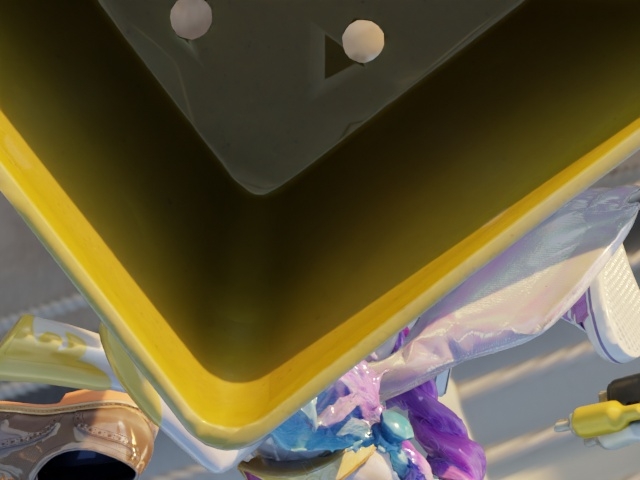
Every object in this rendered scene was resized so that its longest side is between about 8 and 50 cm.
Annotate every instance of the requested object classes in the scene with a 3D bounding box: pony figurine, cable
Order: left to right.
[{"bbox_3d":[0.014,0.067,1.136,0.363,0.351,0.303,37,145,-9],"label":"pony figurine"},{"bbox_3d":[0.360,0.159,1.679,0.139,0.287,0.072,4,76,-26],"label":"cable"}]

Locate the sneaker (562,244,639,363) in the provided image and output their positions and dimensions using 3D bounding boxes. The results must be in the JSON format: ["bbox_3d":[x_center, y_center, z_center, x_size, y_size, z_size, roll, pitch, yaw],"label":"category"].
[{"bbox_3d":[0.313,0.083,2.137,0.161,0.282,0.102,-36,117,21],"label":"sneaker"}]

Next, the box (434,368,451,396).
[{"bbox_3d":[0.000,0.000,1.477,0.262,0.127,0.231,8,129,2],"label":"box"}]

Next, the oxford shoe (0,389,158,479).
[{"bbox_3d":[-0.383,0.281,2.140,0.363,0.133,0.130,-16,122,12],"label":"oxford shoe"}]

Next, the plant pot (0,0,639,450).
[{"bbox_3d":[-0.008,-0.098,0.522,0.212,0.187,0.212,-37,96,3],"label":"plant pot"}]
